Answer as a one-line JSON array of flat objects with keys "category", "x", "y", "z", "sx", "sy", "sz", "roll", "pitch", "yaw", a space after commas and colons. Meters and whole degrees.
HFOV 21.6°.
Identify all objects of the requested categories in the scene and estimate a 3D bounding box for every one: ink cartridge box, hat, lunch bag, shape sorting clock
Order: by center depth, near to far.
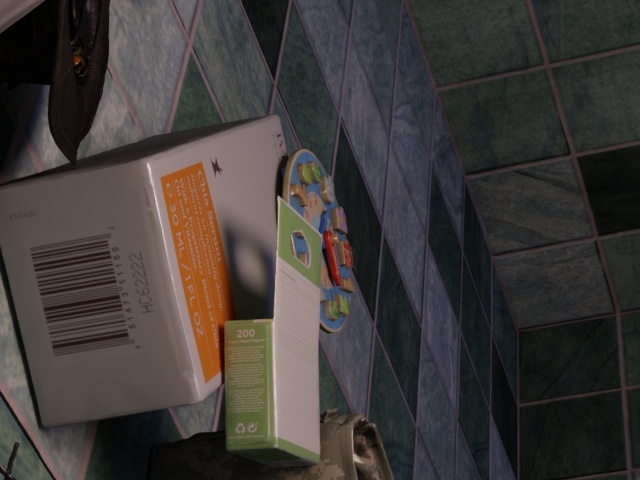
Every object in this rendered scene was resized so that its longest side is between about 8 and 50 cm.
[{"category": "hat", "x": -0.263, "y": -0.235, "z": 1.483, "sx": 0.331, "sy": 0.134, "sz": 0.331, "roll": 5, "pitch": 90, "yaw": -89}, {"category": "ink cartridge box", "x": -0.042, "y": 0.092, "z": 1.606, "sx": 0.171, "sy": 0.056, "sz": 0.235, "roll": 42, "pitch": 45, "yaw": -71}, {"category": "lunch bag", "x": -0.035, "y": 0.321, "z": 1.736, "sx": 0.169, "sy": 0.235, "sz": 0.287, "roll": -16, "pitch": 95, "yaw": -69}, {"category": "shape sorting clock", "x": 0.000, "y": 0.000, "z": 1.856, "sx": 0.206, "sy": 0.040, "sz": 0.206, "roll": -10, "pitch": 90, "yaw": -77}]

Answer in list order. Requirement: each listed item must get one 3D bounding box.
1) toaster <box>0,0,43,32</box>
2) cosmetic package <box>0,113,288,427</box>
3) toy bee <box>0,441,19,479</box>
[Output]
[{"category": "toaster", "x": -0.308, "y": -0.234, "z": 1.280, "sx": 0.185, "sy": 0.110, "sz": 0.168, "roll": 61, "pitch": 9, "yaw": 22}, {"category": "cosmetic package", "x": -0.148, "y": 0.014, "z": 1.687, "sx": 0.453, "sy": 0.162, "sz": 0.230, "roll": -38, "pitch": 116, "yaw": -74}, {"category": "toy bee", "x": -0.162, "y": 0.285, "z": 1.367, "sx": 0.162, "sy": 0.195, "sz": 0.298, "roll": -21, "pitch": 114, "yaw": -43}]
